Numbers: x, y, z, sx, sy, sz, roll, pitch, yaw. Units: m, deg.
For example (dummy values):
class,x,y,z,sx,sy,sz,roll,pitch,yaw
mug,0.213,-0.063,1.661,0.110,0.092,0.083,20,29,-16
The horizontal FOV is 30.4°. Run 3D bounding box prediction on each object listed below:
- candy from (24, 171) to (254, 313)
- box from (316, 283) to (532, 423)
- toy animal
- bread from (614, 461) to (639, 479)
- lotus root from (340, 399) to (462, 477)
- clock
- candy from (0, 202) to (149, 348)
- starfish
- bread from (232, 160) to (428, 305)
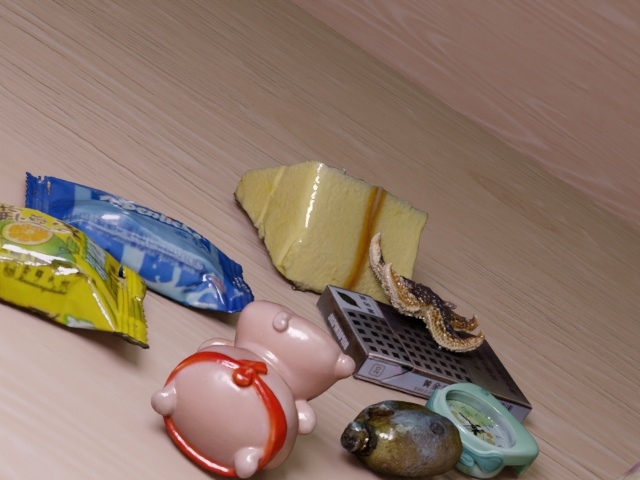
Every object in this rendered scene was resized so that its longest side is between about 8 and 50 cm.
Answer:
class,x,y,z,sx,sy,sz,roll,pitch,yaw
candy,-0.239,0.002,1.565,0.331,0.077,0.187,26,15,-19
box,0.158,0.175,1.786,0.325,0.047,0.180,21,23,-31
toy animal,-0.077,0.167,1.303,0.171,0.171,0.198,39,61,14
bread,0.242,0.359,1.096,0.155,0.338,0.187,38,20,-6
lotus root,0.097,0.249,1.476,0.192,0.088,0.113,8,15,-46
clock,0.206,0.265,1.634,0.189,0.060,0.148,6,34,-49
candy,-0.332,0.026,1.360,0.297,0.081,0.187,26,20,-18
starfish,0.150,0.087,1.801,0.216,0.071,0.238,44,6,29
bread,0.000,0.000,1.912,0.263,0.198,0.236,23,-9,-35
